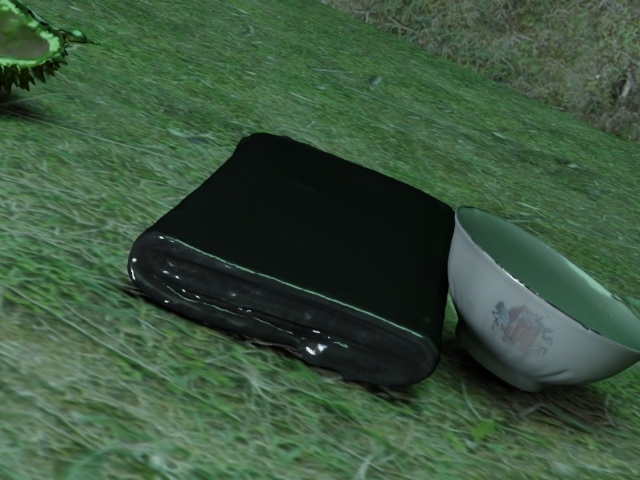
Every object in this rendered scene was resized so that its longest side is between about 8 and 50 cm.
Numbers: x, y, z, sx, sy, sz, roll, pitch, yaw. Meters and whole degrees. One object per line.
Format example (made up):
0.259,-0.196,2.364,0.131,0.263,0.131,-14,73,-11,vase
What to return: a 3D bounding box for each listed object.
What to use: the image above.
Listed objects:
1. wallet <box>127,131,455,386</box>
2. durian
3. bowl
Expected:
0.000,0.001,1.103,0.228,0.062,0.406,22,17,2,wallet
-0.331,-0.191,1.257,0.220,0.095,0.137,29,53,19,durian
0.160,0.061,1.038,0.189,0.086,0.189,31,15,-9,bowl
